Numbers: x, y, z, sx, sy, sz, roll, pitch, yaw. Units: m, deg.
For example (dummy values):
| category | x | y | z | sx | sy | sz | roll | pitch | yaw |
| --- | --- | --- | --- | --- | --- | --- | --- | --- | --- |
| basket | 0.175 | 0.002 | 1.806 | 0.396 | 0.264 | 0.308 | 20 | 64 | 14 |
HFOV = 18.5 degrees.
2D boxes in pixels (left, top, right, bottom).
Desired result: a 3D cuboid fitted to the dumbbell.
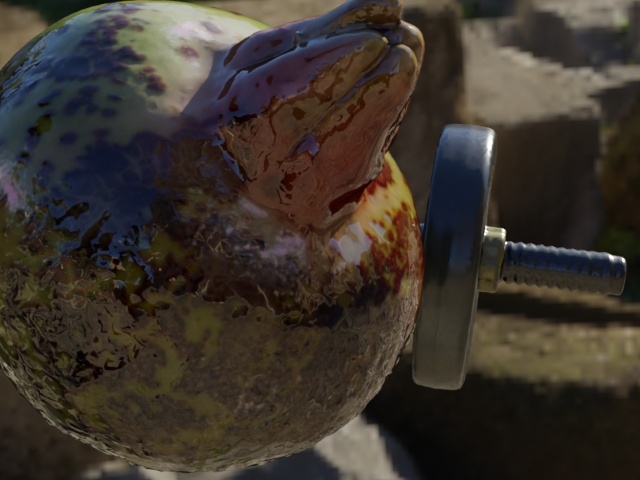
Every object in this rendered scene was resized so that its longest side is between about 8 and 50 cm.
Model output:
| category | x | y | z | sx | sy | sz | roll | pitch | yaw |
| --- | --- | --- | --- | --- | --- | --- | --- | --- | --- |
| dumbbell | 0.000 | 0.000 | 1.052 | 0.326 | 0.143 | 0.143 | 7 | 16 | 6 |

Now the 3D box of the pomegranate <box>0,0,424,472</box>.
| category | x | y | z | sx | sy | sz | roll | pitch | yaw |
| --- | --- | --- | --- | --- | --- | --- | --- | --- | --- |
| pomegranate | -0.036 | -0.019 | 0.824 | 0.248 | 0.214 | 0.214 | -40 | -10 | 37 |
